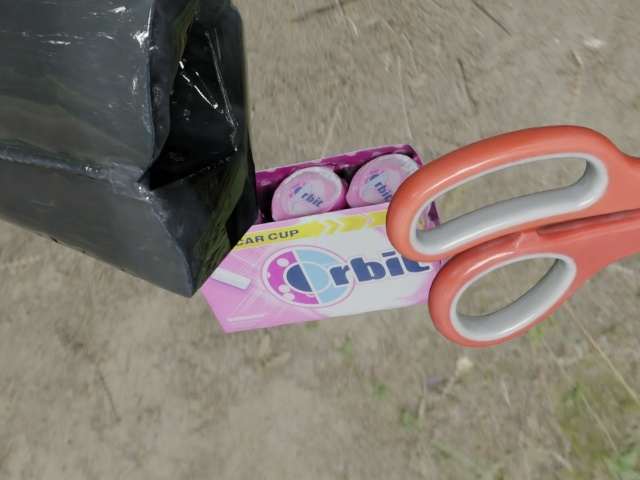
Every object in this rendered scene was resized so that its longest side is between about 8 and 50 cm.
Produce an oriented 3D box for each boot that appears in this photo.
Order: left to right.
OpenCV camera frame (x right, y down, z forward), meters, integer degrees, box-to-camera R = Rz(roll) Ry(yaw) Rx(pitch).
[{"bbox_3d":[-0.263,-0.164,0.849,0.445,0.146,0.367,20,150,28],"label":"boot"}]

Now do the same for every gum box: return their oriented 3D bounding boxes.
[{"bbox_3d":[0.000,0.000,1.067,0.188,0.062,0.107,-10,135,17],"label":"gum box"}]

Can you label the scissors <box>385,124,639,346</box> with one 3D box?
[{"bbox_3d":[0.174,-0.027,0.633,0.297,0.021,0.109,-17,128,-4],"label":"scissors"}]
